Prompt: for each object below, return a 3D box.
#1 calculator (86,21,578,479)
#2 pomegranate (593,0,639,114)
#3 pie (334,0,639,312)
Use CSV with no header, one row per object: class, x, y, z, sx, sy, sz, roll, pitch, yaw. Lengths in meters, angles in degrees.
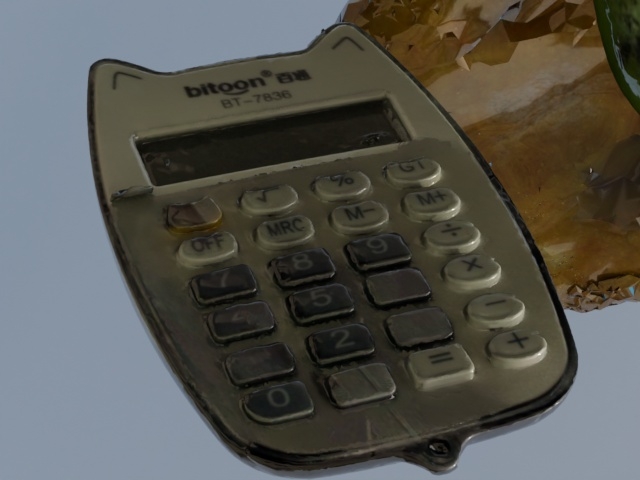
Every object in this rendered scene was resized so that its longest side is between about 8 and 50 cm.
calculator,0.000,0.000,0.721,0.268,0.177,0.040,-118,-156,-45
pomegranate,0.248,-0.120,0.708,0.236,0.302,0.236,-7,-101,38
pie,0.125,-0.072,0.892,0.273,0.273,0.069,-36,-149,31
